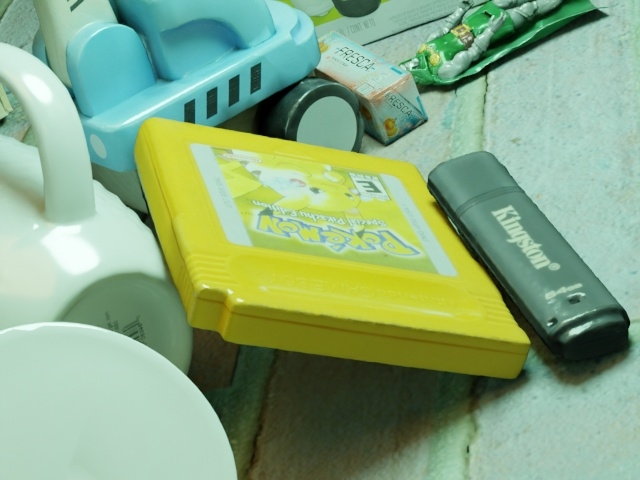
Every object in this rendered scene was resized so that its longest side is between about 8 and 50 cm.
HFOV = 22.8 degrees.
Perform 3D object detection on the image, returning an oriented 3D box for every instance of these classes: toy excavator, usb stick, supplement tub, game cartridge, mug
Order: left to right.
[{"bbox_3d":[-0.277,0.012,1.387,0.276,0.374,0.328,-17,27,-40],"label":"mug"},{"bbox_3d":[-0.198,0.216,1.026,0.235,0.235,0.325,-55,0,-39],"label":"supplement tub"},{"bbox_3d":[-0.214,-0.212,1.559,0.433,0.445,0.222,-31,31,-27],"label":"toy excavator"},{"bbox_3d":[0.000,0.000,1.369,0.285,0.052,0.323,9,24,-21],"label":"game cartridge"},{"bbox_3d":[0.174,0.007,1.367,0.077,0.045,0.278,-13,37,-15],"label":"usb stick"}]

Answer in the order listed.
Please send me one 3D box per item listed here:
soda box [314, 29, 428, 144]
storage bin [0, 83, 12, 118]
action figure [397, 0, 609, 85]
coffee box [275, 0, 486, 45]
[{"bbox_3d":[0.042,-0.169,1.725,0.058,0.063,0.183,-32,33,-13],"label":"soda box"},{"bbox_3d":[-0.566,-0.198,2.107,0.262,0.123,0.260,-27,32,-6],"label":"storage bin"},{"bbox_3d":[0.181,-0.231,1.735,0.232,0.063,0.137,-34,36,-9],"label":"action figure"},{"bbox_3d":[0.041,-0.466,1.905,0.338,0.334,0.338,-19,32,9],"label":"coffee box"}]
